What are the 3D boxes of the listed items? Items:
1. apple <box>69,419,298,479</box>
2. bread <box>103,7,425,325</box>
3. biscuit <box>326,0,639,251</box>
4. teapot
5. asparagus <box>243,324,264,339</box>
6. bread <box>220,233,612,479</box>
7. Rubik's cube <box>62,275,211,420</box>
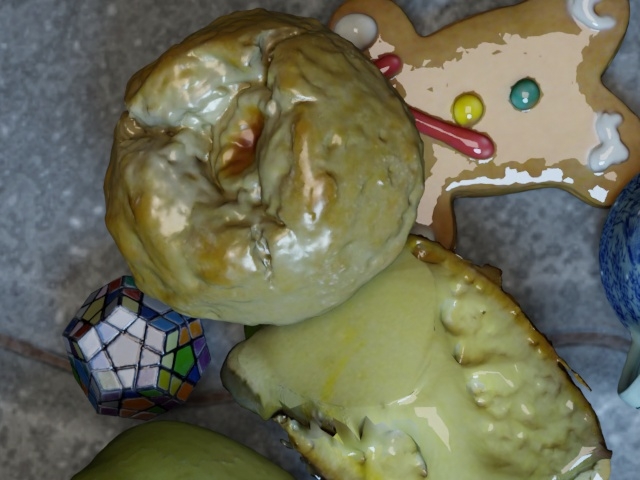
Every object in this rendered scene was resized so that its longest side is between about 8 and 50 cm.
[{"bbox_3d":[-0.098,0.274,1.216,0.279,0.279,0.279,0,89,7],"label":"apple"},{"bbox_3d":[-0.055,-0.050,1.215,0.244,0.134,0.244,-5,78,26],"label":"bread"},{"bbox_3d":[0.073,-0.082,1.294,0.340,0.047,0.216,-10,87,6],"label":"biscuit"},{"bbox_3d":[0.278,0.017,1.213,0.159,0.159,0.232,34,93,6],"label":"teapot"},{"bbox_3d":[0.001,0.000,1.274,0.027,0.034,0.236,28,108,-20],"label":"asparagus"},{"bbox_3d":[0.086,0.123,1.236,0.204,0.162,0.262,-43,63,6],"label":"bread"},{"bbox_3d":[-0.137,0.081,1.293,0.111,0.093,0.111,0,91,5],"label":"Rubik's cube"}]
